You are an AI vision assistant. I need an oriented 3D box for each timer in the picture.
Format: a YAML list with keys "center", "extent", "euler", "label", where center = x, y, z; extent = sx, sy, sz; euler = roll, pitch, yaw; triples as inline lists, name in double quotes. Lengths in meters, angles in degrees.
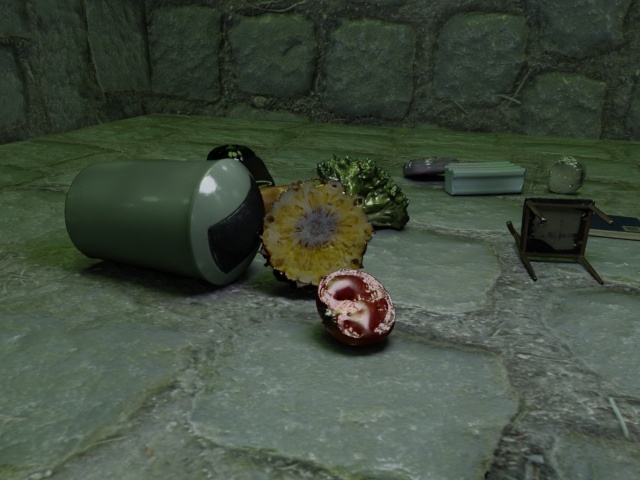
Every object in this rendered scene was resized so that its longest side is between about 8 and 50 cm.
- center: [0.436, -0.293, 2.314]
  extent: [0.190, 0.069, 0.208]
  euler: [-6, 6, -15]
  label: "timer"

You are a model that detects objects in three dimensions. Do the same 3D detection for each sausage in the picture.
- center: [-0.087, -0.116, 1.777]
  extent: [0.328, 0.112, 0.112]
  euler: [-9, 22, -30]
  label: "sausage"

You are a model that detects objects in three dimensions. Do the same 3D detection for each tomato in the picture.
- center: [0.061, 0.139, 1.091]
  extent: [0.139, 0.091, 0.159]
  euler: [-21, 55, -28]
  label: "tomato"

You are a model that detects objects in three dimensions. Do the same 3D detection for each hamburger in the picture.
- center: [0.902, -0.239, 2.141]
  extent: [0.133, 0.140, 0.062]
  euler: [21, 24, 19]
  label: "hamburger"

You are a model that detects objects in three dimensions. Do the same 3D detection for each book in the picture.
- center: [0.828, -0.049, 1.763]
  extent: [0.269, 0.025, 0.191]
  euler: [6, 19, 15]
  label: "book"

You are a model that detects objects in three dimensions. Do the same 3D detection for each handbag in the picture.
- center: [-0.284, -0.179, 1.949]
  extent: [0.256, 0.114, 0.285]
  euler: [-9, 28, -11]
  label: "handbag"

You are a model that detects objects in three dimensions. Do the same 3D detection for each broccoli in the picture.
- center: [0.101, -0.106, 1.703]
  extent: [0.288, 0.248, 0.246]
  euler: [26, 66, 31]
  label: "broccoli"

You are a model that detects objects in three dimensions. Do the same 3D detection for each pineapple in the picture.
- center: [0.000, 0.000, 1.365]
  extent: [0.262, 0.263, 0.271]
  euler: [3, -4, 5]
  label: "pineapple"

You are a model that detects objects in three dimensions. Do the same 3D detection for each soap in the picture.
- center: [0.597, -0.231, 2.164]
  extent: [0.289, 0.095, 0.173]
  euler: [-3, 18, -9]
  label: "soap"

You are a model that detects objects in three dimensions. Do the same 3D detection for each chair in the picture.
- center: [0.586, -0.023, 1.455]
  extent: [0.188, 0.167, 0.272]
  euler: [2, 19, 4]
  label: "chair"

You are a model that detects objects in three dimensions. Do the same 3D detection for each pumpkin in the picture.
- center: [-0.345, -0.310, 2.278]
  extent: [0.201, 0.140, 0.202]
  euler: [-1, 17, 0]
  label: "pumpkin"

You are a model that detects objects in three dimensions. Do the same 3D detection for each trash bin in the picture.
- center: [-0.340, -0.054, 1.351]
  extent: [0.431, 0.281, 0.280]
  euler: [6, 19, 23]
  label: "trash bin"
